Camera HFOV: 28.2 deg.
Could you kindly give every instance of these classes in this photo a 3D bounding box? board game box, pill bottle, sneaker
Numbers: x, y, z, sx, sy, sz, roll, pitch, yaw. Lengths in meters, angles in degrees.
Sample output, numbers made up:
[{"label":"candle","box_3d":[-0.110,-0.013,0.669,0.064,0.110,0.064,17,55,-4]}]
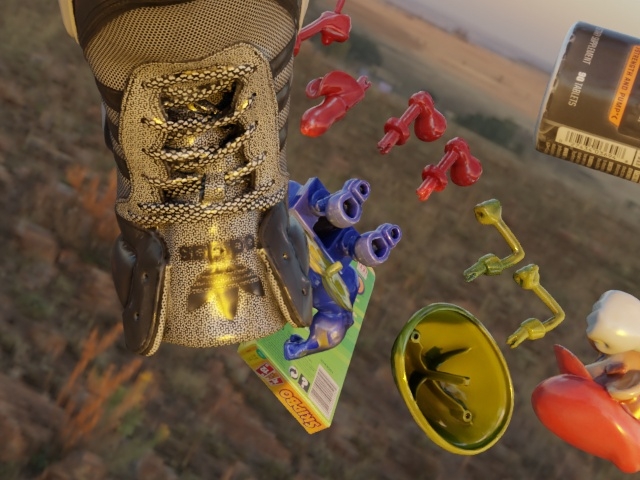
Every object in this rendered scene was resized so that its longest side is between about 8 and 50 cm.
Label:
[{"label":"board game box","box_3d":[-0.008,0.074,1.367,0.124,0.039,0.259,51,35,-21]},{"label":"pill bottle","box_3d":[0.331,-0.108,1.178,0.245,0.130,0.130,19,10,11]},{"label":"sneaker","box_3d":[-0.046,-0.035,0.535,0.101,0.153,0.268,-9,-11,-7]}]

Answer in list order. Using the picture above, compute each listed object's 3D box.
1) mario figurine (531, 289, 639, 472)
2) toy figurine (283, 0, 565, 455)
[{"label":"mario figurine","box_3d":[0.352,0.094,1.245,0.170,0.320,0.198,-97,163,-70]},{"label":"toy figurine","box_3d":[0.000,0.000,1.025,0.217,0.191,0.362,-10,-55,49]}]
